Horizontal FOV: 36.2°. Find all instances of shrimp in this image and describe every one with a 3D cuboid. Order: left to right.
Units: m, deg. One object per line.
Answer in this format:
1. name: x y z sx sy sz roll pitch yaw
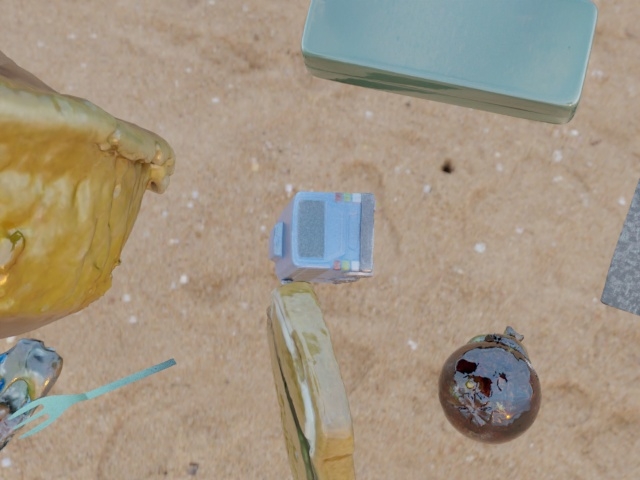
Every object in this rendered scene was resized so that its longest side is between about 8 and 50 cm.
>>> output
1. shrimp: -0.529 0.309 1.336 0.110 0.221 0.446 36 72 9

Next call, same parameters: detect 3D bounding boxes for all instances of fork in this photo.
1. fork: -0.279 0.187 1.238 0.235 0.021 0.039 -21 69 -38

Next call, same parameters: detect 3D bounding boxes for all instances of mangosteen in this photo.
1. mangosteen: 0.266 0.230 1.526 0.172 0.172 0.184 25 10 9

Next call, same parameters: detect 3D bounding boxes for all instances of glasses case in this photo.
1. glasses case: 0.084 -0.133 0.646 0.184 0.039 0.078 13 79 9

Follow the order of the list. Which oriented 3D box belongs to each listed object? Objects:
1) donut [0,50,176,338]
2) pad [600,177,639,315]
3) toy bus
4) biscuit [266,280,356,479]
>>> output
1. donut: -0.245 -0.041 0.506 0.330 0.330 0.160 20 90 5
2. pad: 0.439 0.030 1.078 0.235 0.003 0.158 18 90 34
3. toy bus: 0.000 0.000 1.391 0.133 0.234 0.116 2 83 -9
4. biscuit: -0.019 0.179 1.102 0.057 0.344 0.287 -11 51 -8
